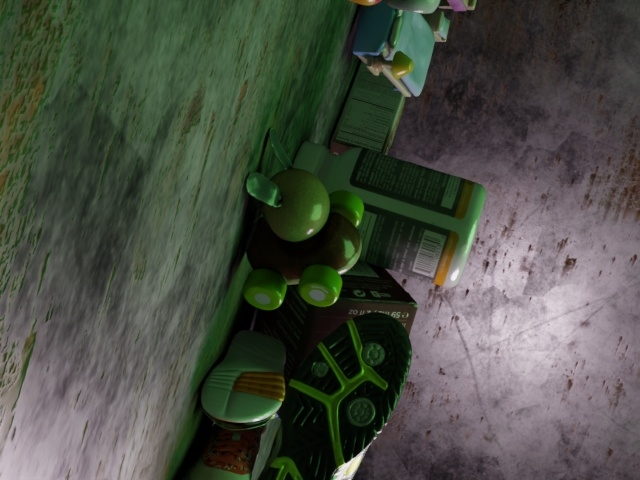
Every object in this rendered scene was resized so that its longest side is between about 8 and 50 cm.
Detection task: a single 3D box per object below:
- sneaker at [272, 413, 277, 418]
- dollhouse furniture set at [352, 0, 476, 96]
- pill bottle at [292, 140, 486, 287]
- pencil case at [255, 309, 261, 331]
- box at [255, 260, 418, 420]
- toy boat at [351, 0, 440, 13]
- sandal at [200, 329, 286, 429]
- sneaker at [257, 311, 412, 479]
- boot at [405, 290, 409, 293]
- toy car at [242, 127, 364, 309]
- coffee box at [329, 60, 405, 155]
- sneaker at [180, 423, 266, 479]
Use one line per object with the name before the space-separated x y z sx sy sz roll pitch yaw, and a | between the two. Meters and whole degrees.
sneaker | -0.091 0.227 2.048 0.188 0.067 0.078 99 -11 -50
dollhouse furniture set | 0.221 -0.360 2.028 0.286 0.198 0.303 38 63 -58
pill bottle | 0.090 -0.044 1.782 0.162 0.278 0.162 18 90 -85
pencil case | -0.045 0.115 1.893 0.104 0.104 0.236 -60 167 -68
box | 0.014 0.139 1.775 0.167 0.168 0.203 -132 -129 -57
toy boat | 0.112 -0.397 1.458 0.267 0.148 0.318 78 31 -58
sandal | -0.096 0.200 1.615 0.265 0.102 0.076 -65 172 -72
sneaker | -0.004 0.267 1.663 0.385 0.145 0.147 -60 179 -2
boot | 0.027 0.153 2.098 0.109 0.220 0.283 -66 171 -56
toy car | -0.044 -0.035 1.472 0.188 0.149 0.155 62 33 -40
coffee box | 0.094 -0.229 2.219 0.141 0.098 0.247 97 12 -63
sneaker | -0.123 0.273 1.645 0.270 0.090 0.145 -37 143 -87
